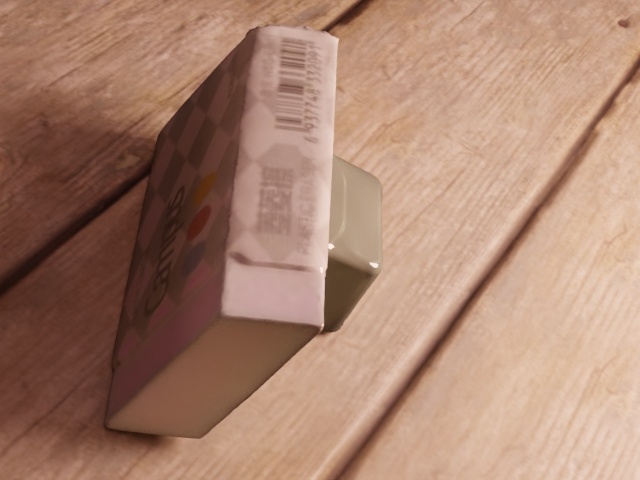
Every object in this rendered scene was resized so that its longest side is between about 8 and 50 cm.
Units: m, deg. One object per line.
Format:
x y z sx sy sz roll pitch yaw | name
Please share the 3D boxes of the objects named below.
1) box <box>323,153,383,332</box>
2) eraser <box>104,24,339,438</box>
0.000 0.000 1.245 0.092 0.124 0.172 22 39 -16 | box
-0.080 -0.022 1.183 0.082 0.213 0.397 31 35 -23 | eraser
